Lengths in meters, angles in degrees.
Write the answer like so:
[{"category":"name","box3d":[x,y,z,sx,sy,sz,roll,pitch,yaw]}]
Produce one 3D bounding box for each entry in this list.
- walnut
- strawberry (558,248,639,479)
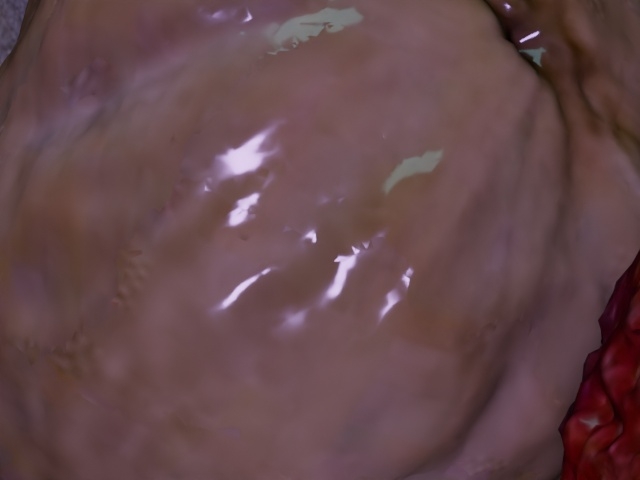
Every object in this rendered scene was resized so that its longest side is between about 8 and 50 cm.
[{"category":"walnut","box3d":[0.000,0.000,0.798,0.381,0.381,0.381,-3,10,0]},{"category":"strawberry","box3d":[0.181,0.104,0.583,0.274,0.220,0.274,42,6,-5]}]
